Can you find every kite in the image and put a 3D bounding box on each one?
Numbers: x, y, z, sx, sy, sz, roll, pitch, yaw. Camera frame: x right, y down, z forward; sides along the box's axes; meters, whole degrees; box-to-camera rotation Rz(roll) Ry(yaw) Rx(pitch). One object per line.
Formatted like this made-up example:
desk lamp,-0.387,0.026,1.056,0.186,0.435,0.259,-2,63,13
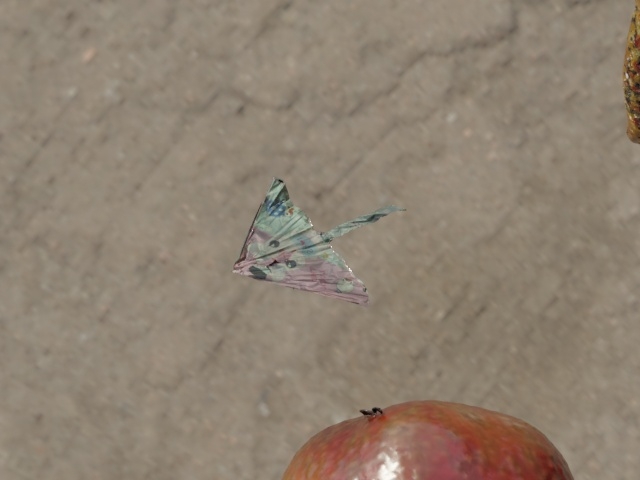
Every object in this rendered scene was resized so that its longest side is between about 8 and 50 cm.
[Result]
kite,0.000,0.000,1.340,0.156,0.011,0.139,-23,59,-28

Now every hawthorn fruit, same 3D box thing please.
hawthorn fruit,0.108,0.317,1.566,0.284,0.285,0.369,-24,57,19

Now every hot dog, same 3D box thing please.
hot dog,0.365,-0.164,1.861,0.075,0.268,0.144,-13,49,-7
